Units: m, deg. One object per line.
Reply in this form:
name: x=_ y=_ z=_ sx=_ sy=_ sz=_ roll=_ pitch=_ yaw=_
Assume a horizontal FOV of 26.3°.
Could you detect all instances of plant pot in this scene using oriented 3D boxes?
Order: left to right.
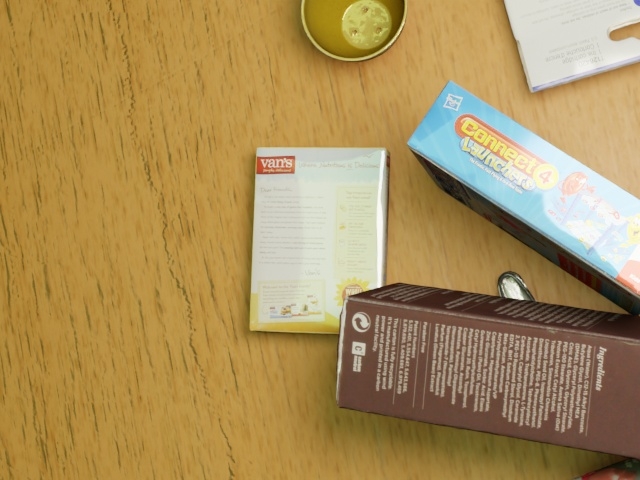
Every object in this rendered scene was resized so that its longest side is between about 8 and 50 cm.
plant pot: x=0.050 y=-0.284 z=1.738 sx=0.134 sy=0.095 sz=0.134 roll=-1 pitch=85 yaw=12

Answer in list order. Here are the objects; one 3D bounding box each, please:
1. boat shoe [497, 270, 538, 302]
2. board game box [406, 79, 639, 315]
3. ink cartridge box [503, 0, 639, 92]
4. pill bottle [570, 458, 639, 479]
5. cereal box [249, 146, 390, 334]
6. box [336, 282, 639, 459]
boat shoe: x=0.256 y=0.095 z=1.691 sx=0.046 sy=0.038 sz=0.125 roll=-25 pitch=80 yaw=9
board game box: x=0.263 y=-0.038 z=1.564 sx=0.302 sy=0.308 sz=0.086 roll=34 pitch=91 yaw=12
ink cartridge box: x=0.365 y=-0.364 z=1.694 sx=0.303 sy=0.072 sz=0.307 roll=-15 pitch=84 yaw=10
pill bottle: x=0.454 y=0.306 z=1.559 sx=0.318 sy=0.176 sz=0.176 roll=-22 pitch=81 yaw=9
cereal box: x=0.000 y=0.000 z=1.750 sx=0.173 sy=0.047 sz=0.240 roll=2 pitch=85 yaw=12
box: x=0.229 y=0.144 z=1.583 sx=0.381 sy=0.191 sz=0.143 roll=6 pitch=96 yaw=23
